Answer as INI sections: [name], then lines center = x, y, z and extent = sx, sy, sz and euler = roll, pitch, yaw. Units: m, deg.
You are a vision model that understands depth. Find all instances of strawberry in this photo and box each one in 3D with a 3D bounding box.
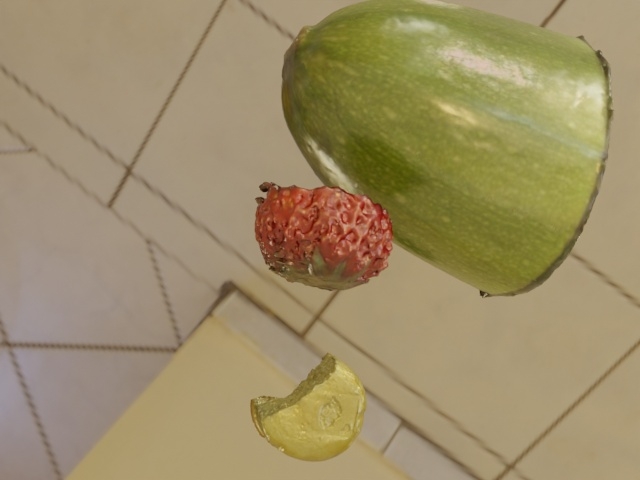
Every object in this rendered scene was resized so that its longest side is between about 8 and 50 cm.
[strawberry]
center = 0.000, 0.000, 1.330
extent = 0.145, 0.086, 0.145
euler = 10, 166, 2

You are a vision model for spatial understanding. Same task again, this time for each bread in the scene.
[bread]
center = -0.006, 0.237, 1.828
extent = 0.156, 0.086, 0.125
euler = -32, 97, -7

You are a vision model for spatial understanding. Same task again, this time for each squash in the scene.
[squash]
center = 0.106, -0.119, 1.455
extent = 0.308, 0.310, 0.310
euler = 16, 132, -20
